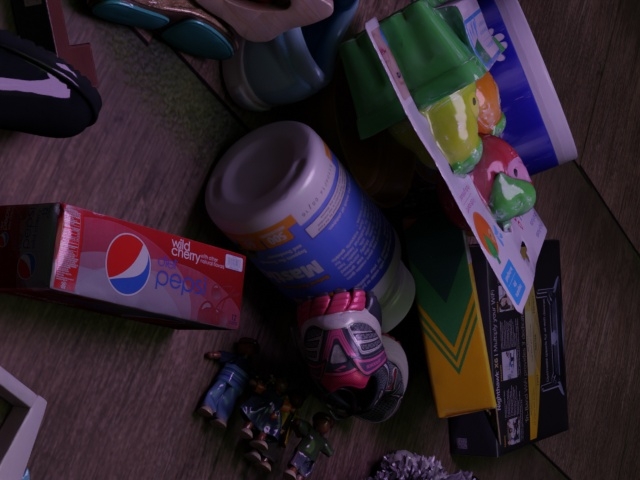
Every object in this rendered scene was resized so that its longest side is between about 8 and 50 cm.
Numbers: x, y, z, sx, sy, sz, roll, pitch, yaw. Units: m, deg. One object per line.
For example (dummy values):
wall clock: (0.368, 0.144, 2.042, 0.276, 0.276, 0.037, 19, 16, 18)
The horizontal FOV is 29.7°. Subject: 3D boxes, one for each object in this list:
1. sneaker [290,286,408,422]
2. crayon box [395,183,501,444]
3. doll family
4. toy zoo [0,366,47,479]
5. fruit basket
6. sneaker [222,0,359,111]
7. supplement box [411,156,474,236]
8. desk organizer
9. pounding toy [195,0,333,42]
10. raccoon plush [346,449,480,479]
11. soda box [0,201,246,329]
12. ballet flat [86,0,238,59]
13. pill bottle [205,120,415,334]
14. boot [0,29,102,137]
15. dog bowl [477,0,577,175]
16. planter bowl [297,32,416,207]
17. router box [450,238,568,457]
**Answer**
sneaker: (0.034, 0.161, 1.406, 0.299, 0.121, 0.112, 60, 21, -62)
crayon box: (0.166, 0.097, 1.596, 0.202, 0.081, 0.318, -90, 168, -79)
doll family: (-0.059, 0.191, 1.377, 0.193, 0.076, 0.111, 52, 54, -34)
toy zoo: (-0.347, 0.168, 1.026, 0.293, 0.030, 0.192, 50, 50, -38)
fruit basket: (0.177, -0.122, 1.405, 0.353, 0.165, 0.327, 55, 22, -5)
sneaker: (-0.001, -0.323, 1.421, 0.135, 0.150, 0.366, 27, 67, -50)
supplement box: (0.186, -0.100, 1.695, 0.081, 0.104, 0.188, -54, 129, -40)
desk organizer: (-0.257, -0.204, 1.159, 0.050, 0.047, 0.130, -23, 106, -54)
pounding toy: (-0.094, -0.348, 1.257, 0.269, 0.154, 0.155, 34, 38, -31)
raccoon plush: (0.023, 0.331, 1.451, 0.446, 0.299, 0.216, 18, 88, -18)
soda box: (-0.193, 0.031, 1.189, 0.263, 0.092, 0.083, 20, 73, -51)
ballet flat: (-0.160, -0.249, 1.274, 0.206, 0.073, 0.067, 17, 66, -54)
pill bottle: (0.000, 0.000, 1.400, 0.272, 0.152, 0.152, 49, 51, -39)
boot: (-0.315, -0.088, 1.029, 0.246, 0.094, 0.207, 32, 59, -40)
dog bowl: (0.270, -0.220, 1.718, 0.265, 0.104, 0.265, -22, 90, -80)
planter bowl: (0.032, -0.142, 1.494, 0.217, 0.090, 0.217, 22, 64, -58)
router box: (0.284, 0.155, 1.828, 0.243, 0.081, 0.308, -3, 90, -54)
